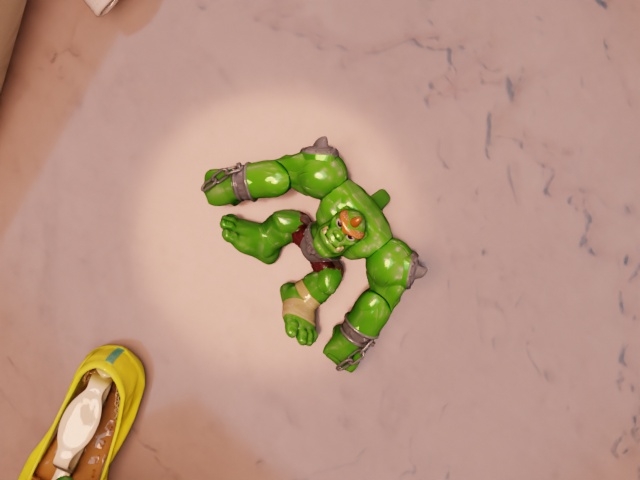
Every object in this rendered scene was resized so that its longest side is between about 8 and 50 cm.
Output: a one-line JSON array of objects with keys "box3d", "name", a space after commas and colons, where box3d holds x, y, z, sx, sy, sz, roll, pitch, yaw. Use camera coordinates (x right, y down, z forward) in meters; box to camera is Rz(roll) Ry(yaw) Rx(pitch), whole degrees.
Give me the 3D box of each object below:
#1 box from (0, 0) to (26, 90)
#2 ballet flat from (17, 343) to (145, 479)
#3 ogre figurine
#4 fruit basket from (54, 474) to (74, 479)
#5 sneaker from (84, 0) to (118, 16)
[{"box3d": [-0.329, -0.144, 0.932, 0.148, 0.121, 0.311, 23, 114, 4], "name": "box"}, {"box3d": [-0.213, 0.195, 1.004, 0.077, 0.077, 0.231, 23, 93, 1], "name": "ballet flat"}, {"box3d": [0.000, 0.000, 0.984, 0.118, 0.097, 0.197, -37, 73, 21], "name": "ogre figurine"}, {"box3d": [-0.197, 0.405, 0.860, 0.391, 0.283, 0.392, 0, 91, -9], "name": "fruit basket"}, {"box3d": [-0.242, -0.291, 0.969, 0.322, 0.130, 0.236, -12, 86, -2], "name": "sneaker"}]
